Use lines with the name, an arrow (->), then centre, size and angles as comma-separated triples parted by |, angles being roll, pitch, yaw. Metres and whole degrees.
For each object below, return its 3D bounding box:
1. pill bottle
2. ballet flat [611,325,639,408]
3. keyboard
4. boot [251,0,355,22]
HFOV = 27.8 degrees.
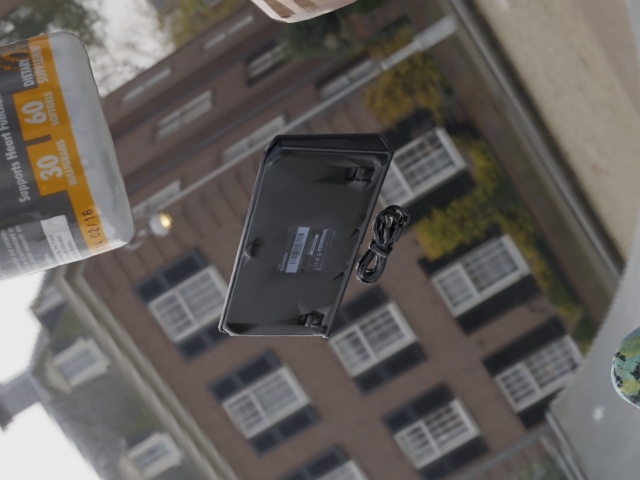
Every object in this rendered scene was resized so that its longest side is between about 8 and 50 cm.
pill bottle -> -0.281, -0.037, 0.905 | 0.162, 0.278, 0.162 | 163, 90, -83
ballet flat -> 0.262, 0.068, 0.756 | 0.070, 0.188, 0.070 | 178, 90, -67
keyboard -> 0.000, 0.000, 0.834 | 0.180, 0.108, 0.023 | 108, 157, -45
boot -> 0.015, -0.138, 0.284 | 0.152, 0.197, 0.073 | 43, -150, -40
